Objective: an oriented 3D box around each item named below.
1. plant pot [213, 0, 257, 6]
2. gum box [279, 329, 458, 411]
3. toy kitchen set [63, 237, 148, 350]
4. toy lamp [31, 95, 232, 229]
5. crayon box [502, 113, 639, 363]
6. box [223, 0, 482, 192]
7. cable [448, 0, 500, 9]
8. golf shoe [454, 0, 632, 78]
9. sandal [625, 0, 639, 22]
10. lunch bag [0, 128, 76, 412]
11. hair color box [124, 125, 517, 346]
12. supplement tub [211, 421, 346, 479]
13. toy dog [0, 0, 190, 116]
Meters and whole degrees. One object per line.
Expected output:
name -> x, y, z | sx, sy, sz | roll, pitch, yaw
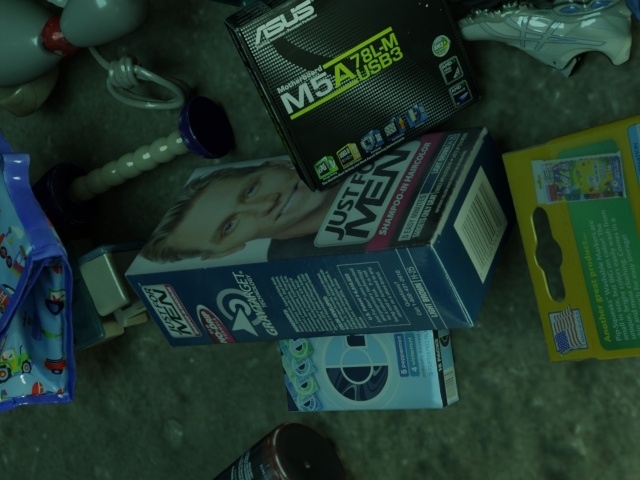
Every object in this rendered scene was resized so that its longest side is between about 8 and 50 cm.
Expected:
plant pot -> -0.046, -0.350, 1.308 | 0.165, 0.165, 0.234 | 9, 96, 31
gum box -> 0.042, 0.093, 1.381 | 0.184, 0.041, 0.157 | -7, 94, 32
toy kitchen set -> -0.252, 0.039, 1.485 | 0.207, 0.166, 0.122 | -27, 81, 32
toy lamp -> -0.225, -0.078, 1.504 | 0.274, 0.080, 0.080 | -24, 84, 33
crayon box -> 0.316, -0.014, 1.134 | 0.323, 0.083, 0.203 | -13, 90, 50
box -> 0.034, -0.166, 1.238 | 0.045, 0.190, 0.184 | 50, 167, 56
cable -> 0.158, -0.298, 1.233 | 0.150, 0.047, 0.184 | -35, 60, 29
golf shoe -> 0.200, -0.185, 1.232 | 0.176, 0.069, 0.086 | 0, 114, 40
sandal -> 0.282, -0.295, 1.133 | 0.126, 0.138, 0.317 | -8, 75, -9
lunch bag -> -0.343, 0.017, 1.476 | 0.221, 0.138, 0.293 | 57, 142, 33
hair color box -> 0.000, 0.000, 1.304 | 0.347, 0.174, 0.105 | -7, 127, 33
supplement tub -> -0.071, 0.285, 1.443 | 0.198, 0.106, 0.106 | -42, 74, 30
toy dog -> -0.297, -0.254, 1.481 | 0.333, 0.220, 0.161 | 0, 65, 25
